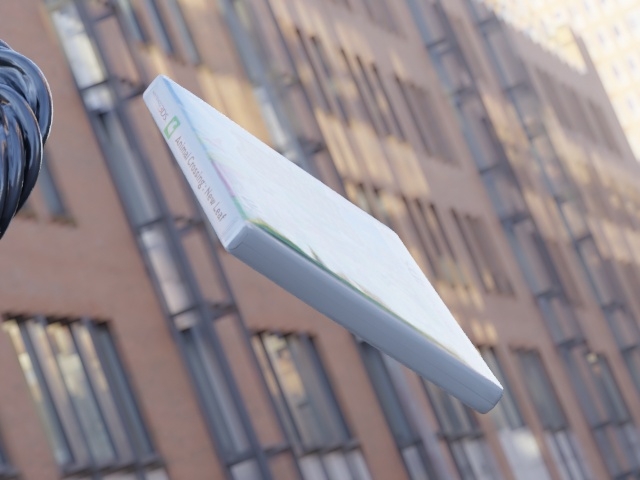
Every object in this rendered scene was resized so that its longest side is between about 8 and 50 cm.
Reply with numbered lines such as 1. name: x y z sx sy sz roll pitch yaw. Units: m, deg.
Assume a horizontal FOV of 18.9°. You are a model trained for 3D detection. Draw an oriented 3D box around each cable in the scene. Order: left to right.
1. cable: -0.184 -0.031 0.856 0.150 0.184 0.047 -45 -46 -18

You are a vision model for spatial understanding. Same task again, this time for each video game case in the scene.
1. video game case: 0.000 0.000 1.139 0.212 0.193 0.023 33 -76 -33
